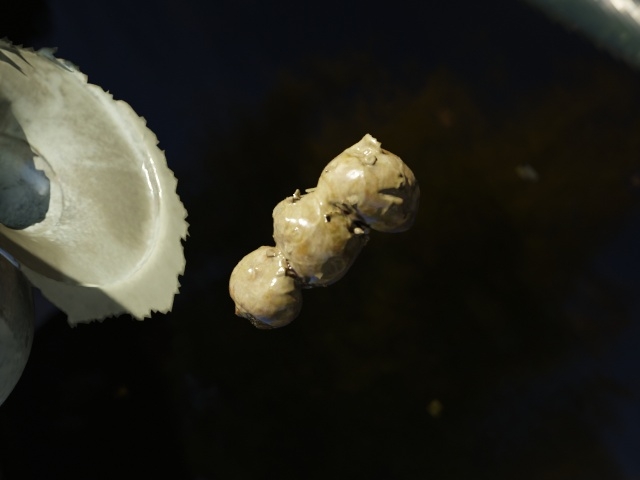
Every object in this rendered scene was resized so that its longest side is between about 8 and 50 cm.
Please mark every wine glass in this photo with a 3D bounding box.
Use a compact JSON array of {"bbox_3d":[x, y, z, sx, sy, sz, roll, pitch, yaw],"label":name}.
[{"bbox_3d":[-0.274,0.024,1.292,0.323,0.238,0.238,-35,95,37],"label":"wine glass"}]

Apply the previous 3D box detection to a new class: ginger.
[{"bbox_3d":[0.000,0.000,1.689,0.104,0.204,0.080,44,-170,-36],"label":"ginger"}]
